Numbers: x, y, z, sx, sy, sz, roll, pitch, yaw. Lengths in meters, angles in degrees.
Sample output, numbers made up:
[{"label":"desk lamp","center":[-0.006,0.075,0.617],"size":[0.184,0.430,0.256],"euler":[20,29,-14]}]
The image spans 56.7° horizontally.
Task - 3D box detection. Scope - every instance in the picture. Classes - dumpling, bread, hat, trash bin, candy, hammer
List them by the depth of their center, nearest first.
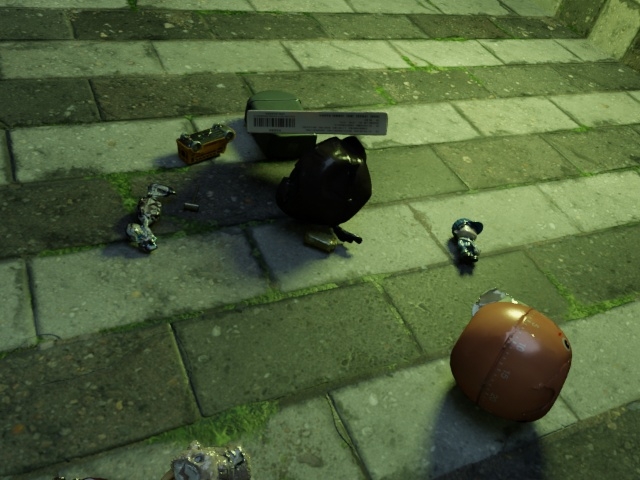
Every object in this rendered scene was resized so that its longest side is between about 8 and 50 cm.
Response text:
[{"label":"dumpling","center":[0.429,0.209,1.351],"size":[0.155,0.111,0.181],"euler":[-38,51,-7]},{"label":"candy","center":[-0.409,-0.062,1.428],"size":[0.094,0.051,0.226],"euler":[16,42,-15]},{"label":"bread","center":[0.000,0.000,1.492],"size":[0.088,0.034,0.049],"euler":[20,40,2]},{"label":"hat","center":[0.071,-0.132,1.517],"size":[0.209,0.238,0.336],"euler":[35,35,24]},{"label":"hammer","center":[-0.325,-0.116,1.533],"size":[0.035,0.019,0.110],"euler":[9,39,-7]},{"label":"trash bin","center":[-0.126,-0.355,1.798],"size":[0.176,0.101,0.236],"euler":[-6,48,-25]}]

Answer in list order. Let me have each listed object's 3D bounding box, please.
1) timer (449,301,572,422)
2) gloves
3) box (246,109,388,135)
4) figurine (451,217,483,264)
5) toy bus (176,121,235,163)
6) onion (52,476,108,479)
[{"label":"timer","center":[0.385,0.243,1.197],"size":[0.215,0.230,0.229],"euler":[33,44,20]},{"label":"gloves","center":[-0.185,0.382,0.980],"size":[0.144,0.094,0.110],"euler":[-22,64,-44]},{"label":"box","center":[-0.007,-0.312,1.574],"size":[0.353,0.069,0.214],"euler":[3,11,0]},{"label":"figurine","center":[0.391,0.003,1.595],"size":[0.077,0.079,0.136],"euler":[25,60,-23]},{"label":"toy bus","center":[-0.319,-0.273,1.663],"size":[0.162,0.074,0.069],"euler":[-27,49,-35]},{"label":"onion","center":[-0.313,0.473,0.817],"size":[0.314,0.146,0.280],"euler":[15,17,0]}]
